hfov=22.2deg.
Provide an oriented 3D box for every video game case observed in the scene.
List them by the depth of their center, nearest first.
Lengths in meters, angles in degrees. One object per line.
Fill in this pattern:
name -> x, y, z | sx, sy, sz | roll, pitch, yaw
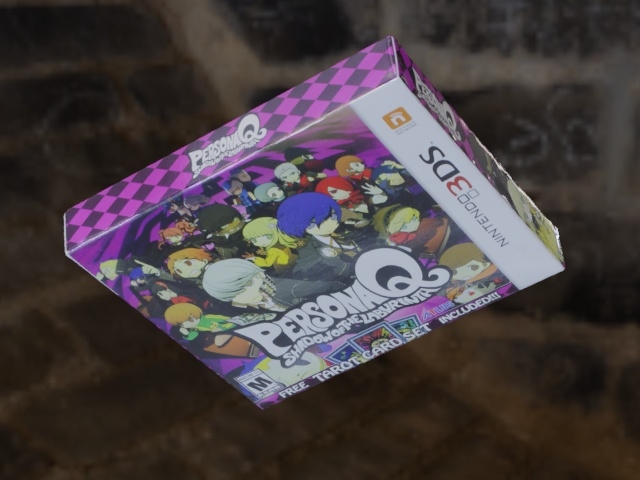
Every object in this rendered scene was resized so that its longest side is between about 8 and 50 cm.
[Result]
video game case -> 0.000, 0.000, 0.990 | 0.232, 0.210, 0.042 | -26, -134, 20
